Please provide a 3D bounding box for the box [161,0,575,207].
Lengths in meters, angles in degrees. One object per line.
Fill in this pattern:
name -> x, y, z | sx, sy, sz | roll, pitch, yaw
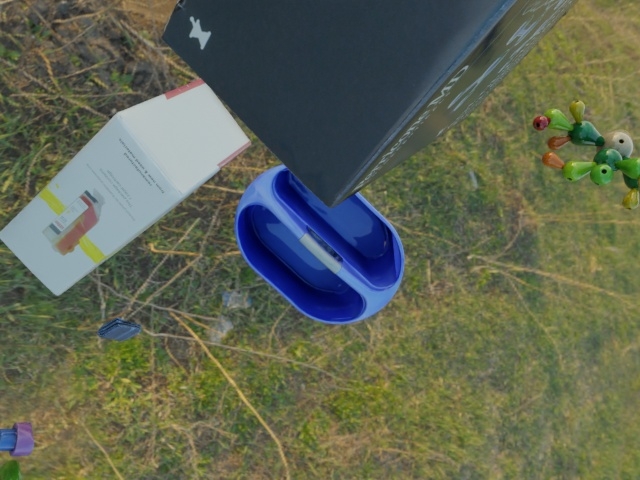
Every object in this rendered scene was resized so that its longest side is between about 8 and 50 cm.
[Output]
box -> 0.107, -0.250, 0.525 | 0.212, 0.293, 0.395 | 47, 37, 6

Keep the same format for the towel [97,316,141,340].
towel -> -0.500, 0.223, 1.413 | 0.029, 0.067, 0.119 | 61, 1, 17

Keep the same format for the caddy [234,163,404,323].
caddy -> 0.000, 0.000, 1.074 | 0.341, 0.241, 0.179 | 43, 13, -12

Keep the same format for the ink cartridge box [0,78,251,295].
ink cartridge box -> -0.353, -0.099, 1.044 | 0.160, 0.384, 0.279 | 52, 30, -12

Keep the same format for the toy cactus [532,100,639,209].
toy cactus -> 0.421, -0.132, 0.820 | 0.180, 0.218, 0.112 | -36, 153, -48

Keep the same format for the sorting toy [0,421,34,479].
sorting toy -> -0.697, 0.538, 1.152 | 0.126, 0.127, 0.366 | 14, 101, -39
